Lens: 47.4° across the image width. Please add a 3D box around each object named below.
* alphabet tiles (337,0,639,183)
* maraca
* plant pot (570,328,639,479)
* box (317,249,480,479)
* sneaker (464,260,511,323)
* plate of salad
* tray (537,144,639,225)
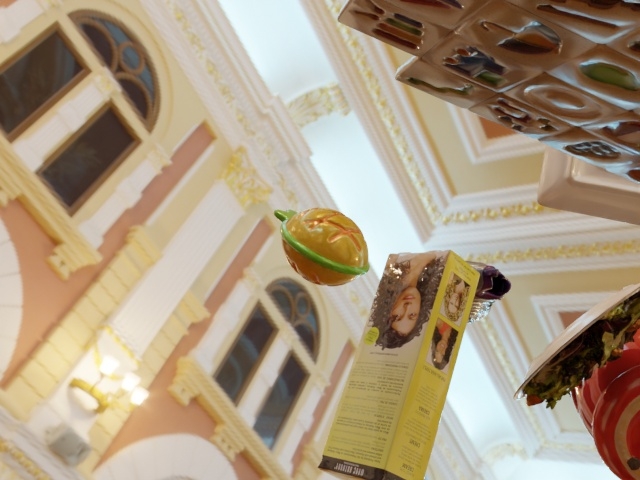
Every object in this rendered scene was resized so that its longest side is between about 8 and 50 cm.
[{"bbox_3d":[0.184,-0.077,0.386,0.343,0.011,0.285,21,-4,-10],"label":"alphabet tiles"},{"bbox_3d":[0.000,0.000,0.994,0.127,0.185,0.099,20,-74,-26],"label":"maraca"},{"bbox_3d":[0.396,0.188,0.858,0.191,0.174,0.191,4,-74,13],"label":"plant pot"},{"bbox_3d":[0.079,0.123,0.705,0.058,0.232,0.087,35,-27,-34],"label":"box"},{"bbox_3d":[0.266,0.090,1.182,0.098,0.083,0.224,5,-15,28],"label":"sneaker"},{"bbox_3d":[0.284,0.110,0.752,0.048,0.200,0.199,53,-33,26],"label":"plate of salad"},{"bbox_3d":[0.389,-0.083,0.813,0.271,0.145,0.030,12,-18,7],"label":"tray"}]
